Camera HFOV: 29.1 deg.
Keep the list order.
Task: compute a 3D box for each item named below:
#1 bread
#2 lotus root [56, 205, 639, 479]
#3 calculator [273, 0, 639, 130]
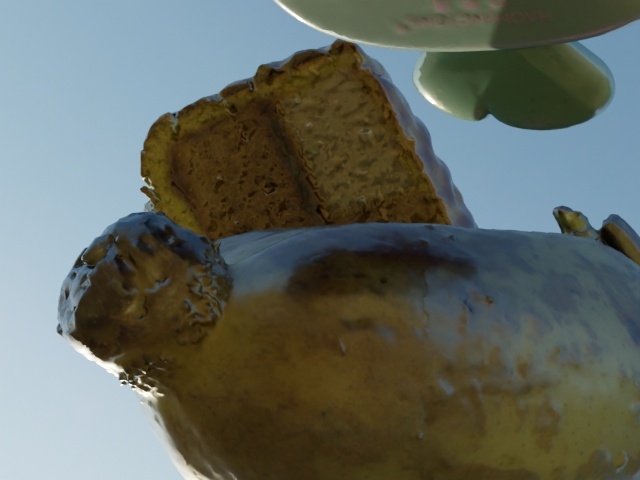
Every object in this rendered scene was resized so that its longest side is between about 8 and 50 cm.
[{"bbox_3d":[0.000,0.000,0.763,0.181,0.096,0.222,-29,-96,7],"label":"bread"},{"bbox_3d":[0.033,0.057,0.537,0.309,0.173,0.173,7,-54,-31],"label":"lotus root"},{"bbox_3d":[0.036,-0.145,0.416,0.185,0.041,0.299,0,-37,27],"label":"calculator"}]
